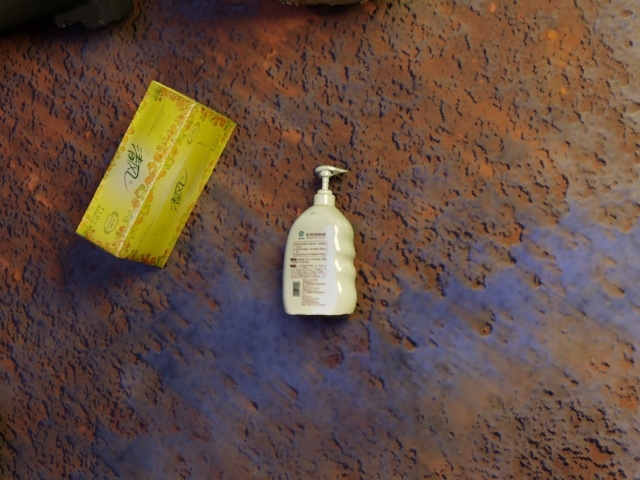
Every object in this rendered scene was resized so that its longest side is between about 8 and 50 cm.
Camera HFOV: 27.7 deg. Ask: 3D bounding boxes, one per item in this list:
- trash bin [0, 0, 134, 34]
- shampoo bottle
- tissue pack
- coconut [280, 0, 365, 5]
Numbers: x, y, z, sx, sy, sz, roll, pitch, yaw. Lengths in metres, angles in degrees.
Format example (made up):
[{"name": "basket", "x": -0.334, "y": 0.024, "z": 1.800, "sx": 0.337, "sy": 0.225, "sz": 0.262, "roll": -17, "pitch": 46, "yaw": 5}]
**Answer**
[{"name": "trash bin", "x": -0.376, "y": -0.317, "z": 1.415, "sx": 0.301, "sy": 0.203, "sz": 0.252, "roll": -15, "pitch": 109, "yaw": 22}, {"name": "shampoo bottle", "x": 0.000, "y": 0.000, "z": 1.281, "sx": 0.077, "sy": 0.045, "sz": 0.152, "roll": -3, "pitch": 82, "yaw": 26}, {"name": "tissue pack", "x": -0.167, "y": -0.065, "z": 1.338, "sx": 0.062, "sy": 0.095, "sz": 0.176, "roll": 28, "pitch": 93, "yaw": 24}, {"name": "coconut", "x": -0.009, "y": -0.363, "z": 1.241, "sx": 0.245, "sy": 0.245, "sz": 0.247, "roll": -3, "pitch": 80, "yaw": 23}]
